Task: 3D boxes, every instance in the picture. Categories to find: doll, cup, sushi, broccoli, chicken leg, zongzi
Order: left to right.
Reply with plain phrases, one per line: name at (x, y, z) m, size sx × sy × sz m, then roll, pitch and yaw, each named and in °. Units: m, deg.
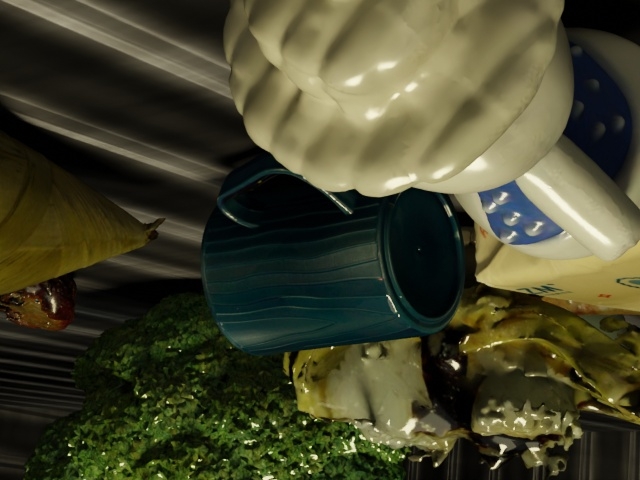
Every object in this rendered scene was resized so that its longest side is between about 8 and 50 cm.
zongzi at (-0.178, -0.024, 0.672) m, size 0.256 × 0.115 × 0.228 m, roll 2°, pitch 165°, yaw -26°
chicken leg at (-0.296, 0.058, 1.186) m, size 0.106 × 0.051 × 0.253 m, roll 15°, pitch 164°, yaw -24°
broccoli at (-0.087, 0.198, 1.204) m, size 0.413 × 0.310 × 0.321 m, roll -14°, pitch 164°, yaw -27°
cup at (0.001, 0.011, 0.774) m, size 0.138 × 0.113 × 0.150 m, roll -9°, pitch 165°, yaw 36°
sushi at (0.104, 0.094, 0.860) m, size 0.291 × 0.131 × 0.139 m, roll 4°, pitch 162°, yaw 29°
doll at (0.063, -0.054, 0.459) m, size 0.119 × 0.138 × 0.293 m, roll -40°, pitch 154°, yaw 15°

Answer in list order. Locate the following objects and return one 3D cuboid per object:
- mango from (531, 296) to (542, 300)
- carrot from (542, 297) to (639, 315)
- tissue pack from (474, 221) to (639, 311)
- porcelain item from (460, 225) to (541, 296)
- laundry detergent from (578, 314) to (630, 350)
mango at (0.134, 0.041, 0.969) m, size 0.079 × 0.057 × 0.114 m, roll -9°, pitch -165°, yaw -22°
carrot at (0.283, 0.037, 0.954) m, size 0.298 × 0.078 × 0.078 m, roll -2°, pitch 167°, yaw 32°
tissue pack at (0.194, -0.019, 0.651) m, size 0.148 × 0.092 × 0.196 m, roll 9°, pitch 167°, yaw -27°
porcelain item at (0.160, 0.013, 0.890) m, size 0.213 × 0.054 × 0.084 m, roll 0°, pitch 168°, yaw 6°
laundry detergent at (0.199, 0.106, 1.191) m, size 0.215 × 0.105 × 0.280 m, roll -6°, pitch 166°, yaw 32°
